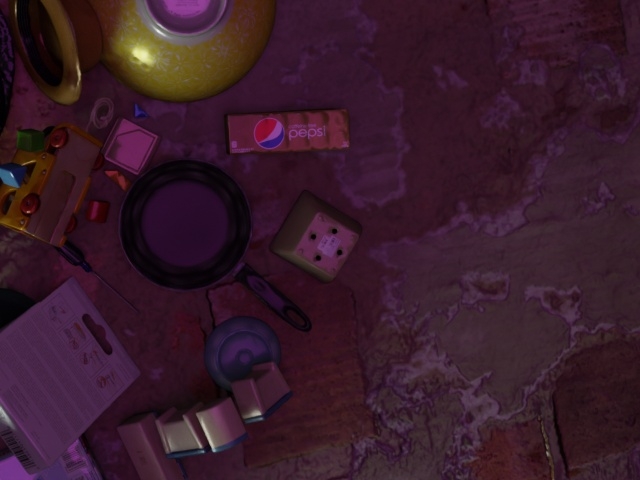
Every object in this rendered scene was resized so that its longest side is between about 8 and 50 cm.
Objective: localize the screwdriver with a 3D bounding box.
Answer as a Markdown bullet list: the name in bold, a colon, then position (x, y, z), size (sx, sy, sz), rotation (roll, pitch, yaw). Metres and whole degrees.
- **screwdriver**: position (-0.331, 0.055, 1.720), size (0.025, 0.024, 0.170), rotation (-33, 110, 25)

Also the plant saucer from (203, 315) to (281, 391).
- **plant saucer**: position (-0.117, 0.175, 1.770), size (0.119, 0.021, 0.119), rotation (-1, 96, -10)

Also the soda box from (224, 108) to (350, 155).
- **soda box**: position (-0.049, -0.162, 1.724), size (0.181, 0.058, 0.061), rotation (-4, 97, -11)

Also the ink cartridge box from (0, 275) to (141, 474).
- **ink cartridge box**: position (-0.384, 0.188, 1.659), size (0.066, 0.232, 0.189), rotation (-25, 104, 32)

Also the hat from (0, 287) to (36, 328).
- **hat**: position (-0.513, 0.187, 1.696), size (0.173, 0.183, 0.208), rotation (49, 44, -22)

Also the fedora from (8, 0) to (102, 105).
- **fedora**: position (-0.358, -0.287, 1.612), size (0.079, 0.194, 0.194), rotation (-26, 102, -35)

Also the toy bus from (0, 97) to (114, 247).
- **toy bus**: position (-0.388, -0.095, 1.644), size (0.202, 0.104, 0.191), rotation (-38, 135, -45)

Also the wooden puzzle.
- **wooden puzzle**: position (-0.279, -0.136, 1.708), size (0.078, 0.014, 0.116), rotation (34, 90, -17)

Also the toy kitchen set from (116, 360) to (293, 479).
- **toy kitchen set**: position (-0.161, 0.280, 1.741), size (0.207, 0.166, 0.122), rotation (-15, 103, 36)

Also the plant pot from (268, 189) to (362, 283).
- **plant pot**: position (0.000, 0.000, 1.733), size (0.109, 0.096, 0.109), rotation (31, 90, -12)

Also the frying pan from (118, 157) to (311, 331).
- **frying pan**: position (-0.139, -0.004, 1.730), size (0.326, 0.053, 0.197), rotation (18, 93, -14)

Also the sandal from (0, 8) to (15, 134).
- **sandal**: position (-0.497, -0.157, 1.585), size (0.167, 0.107, 0.446), rotation (5, 87, -32)

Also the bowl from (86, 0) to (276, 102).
- **bowl**: position (-0.193, -0.338, 1.628), size (0.289, 0.156, 0.290), rotation (-1, 97, -11)

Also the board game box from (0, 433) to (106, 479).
- **board game box**: position (-0.442, 0.470, 1.720), size (0.318, 0.066, 0.319), rotation (-24, 100, -7)
